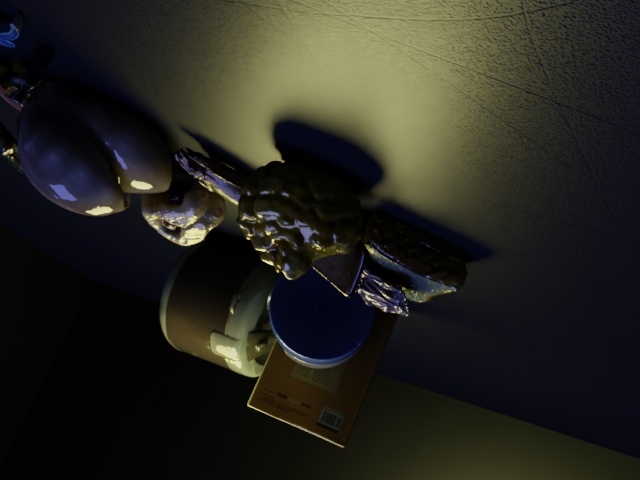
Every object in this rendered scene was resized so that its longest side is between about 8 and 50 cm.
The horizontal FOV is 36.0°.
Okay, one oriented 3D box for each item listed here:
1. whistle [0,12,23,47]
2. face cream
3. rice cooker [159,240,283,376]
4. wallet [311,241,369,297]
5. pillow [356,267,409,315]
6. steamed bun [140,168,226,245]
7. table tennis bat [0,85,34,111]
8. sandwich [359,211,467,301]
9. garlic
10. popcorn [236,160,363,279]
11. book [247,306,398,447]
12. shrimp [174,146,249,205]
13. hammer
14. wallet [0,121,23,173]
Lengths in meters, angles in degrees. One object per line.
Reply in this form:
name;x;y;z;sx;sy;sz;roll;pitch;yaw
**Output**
whistle;-0.598;-0.371;1.671;0.180;0.093;0.269;20;161;-11
face cream;0.000;0.180;2.369;0.249;0.249;0.225;23;165;4
rice cooker;-0.221;0.183;2.608;0.325;0.335;0.335;16;164;24
wallet;0.000;0.000;1.908;0.031;0.122;0.232;-19;-130;-44
pillow;0.070;0.071;1.959;0.248;0.049;0.135;35;168;23
steamed bun;-0.280;-0.072;2.132;0.155;0.141;0.172;1;150;48
table tennis bat;-0.582;-0.270;2.105;0.244;0.040;0.153;33;163;-18
sandwich;0.158;0.044;1.953;0.226;0.087;0.251;24;166;-7
garlic;-0.440;-0.139;1.957;0.245;0.231;0.340;10;155;35
popcorn;-0.039;-0.032;1.763;0.226;0.203;0.200;23;175;-38
book;0.012;0.289;2.468;0.268;0.389;0.032;24;161;4
shrimp;-0.190;-0.116;1.997;0.287;0.063;0.152;31;176;-33
hammer;-0.566;-0.304;1.849;0.033;0.111;0.287;34;171;-27
wallet;-0.690;-0.276;1.951;0.317;0.044;0.169;50;170;7
